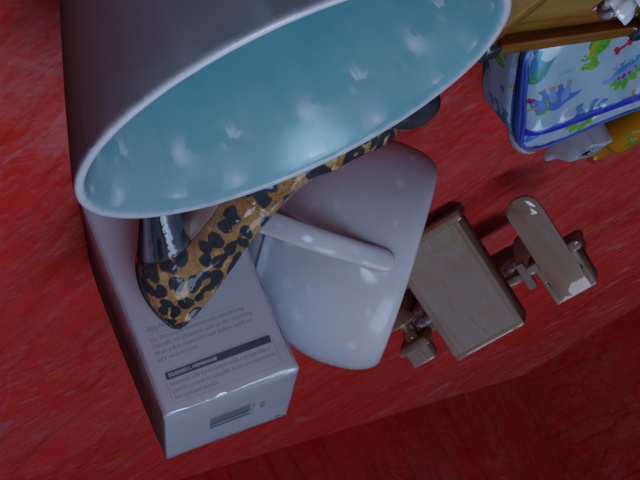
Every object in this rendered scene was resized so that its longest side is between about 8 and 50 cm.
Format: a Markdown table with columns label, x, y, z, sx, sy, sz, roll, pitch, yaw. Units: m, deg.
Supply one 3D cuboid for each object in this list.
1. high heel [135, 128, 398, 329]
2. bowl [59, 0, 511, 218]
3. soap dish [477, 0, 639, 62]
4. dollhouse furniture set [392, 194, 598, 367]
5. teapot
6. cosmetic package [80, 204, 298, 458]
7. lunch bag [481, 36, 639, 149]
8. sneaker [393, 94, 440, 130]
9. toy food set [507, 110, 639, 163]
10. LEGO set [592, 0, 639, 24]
| label | x | y | z | sx | sy | sz | roll | pitch | yaw |
| --- | --- | --- | --- | --- | --- | --- | --- | --- | --- |
| high heel | -0.047 | -0.025 | 1.692 | 0.261 | 0.186 | 0.093 | -9 | -159 | -26 |
| bowl | -0.049 | -0.156 | 1.243 | 0.311 | 0.163 | 0.311 | -25 | 167 | -6 |
| soap dish | 0.223 | -0.245 | 1.494 | 0.291 | 0.118 | 0.229 | -14 | 162 | -44 |
| dollhouse furniture set | 0.218 | 0.001 | 2.561 | 0.303 | 0.174 | 0.355 | -30 | -170 | 18 |
| teapot | 0.000 | 0.000 | 1.878 | 0.187 | 0.252 | 0.256 | 17 | 135 | 0 |
| cosmetic package | -0.130 | 0.069 | 1.816 | 0.138 | 0.224 | 0.224 | -19 | 165 | -10 |
| lunch bag | 0.263 | -0.184 | 1.758 | 0.219 | 0.090 | 0.176 | -20 | 145 | -17 |
| sneaker | 0.012 | -0.153 | 1.573 | 0.267 | 0.101 | 0.106 | -10 | 138 | -46 |
| toy food set | 0.252 | -0.128 | 1.996 | 0.232 | 0.111 | 0.104 | -15 | 163 | -46 |
| LEGO set | 0.157 | -0.282 | 1.246 | 0.107 | 0.132 | 0.287 | -35 | 130 | 8 |
